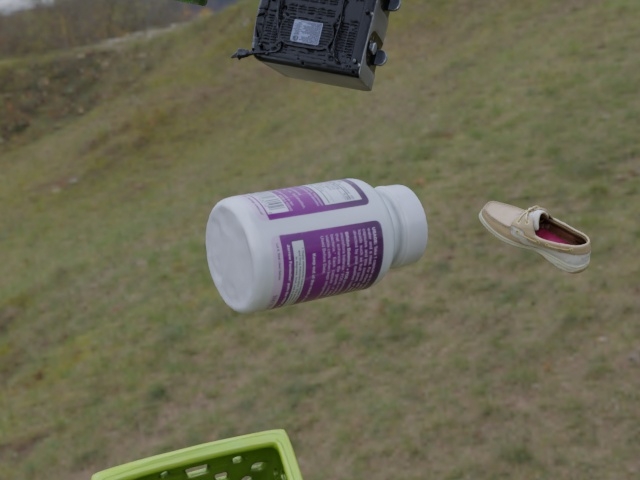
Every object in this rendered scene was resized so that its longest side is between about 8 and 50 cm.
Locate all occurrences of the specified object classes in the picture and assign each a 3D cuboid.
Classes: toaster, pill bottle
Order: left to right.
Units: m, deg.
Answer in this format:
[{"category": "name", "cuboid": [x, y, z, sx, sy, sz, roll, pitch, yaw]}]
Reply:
[{"category": "pill bottle", "cuboid": [0.000, 0.000, 1.646, 0.301, 0.169, 0.169, -10, 12, -30]}, {"category": "toaster", "cuboid": [0.003, -0.293, 1.484, 0.186, 0.168, 0.110, 12, -4, 19]}]

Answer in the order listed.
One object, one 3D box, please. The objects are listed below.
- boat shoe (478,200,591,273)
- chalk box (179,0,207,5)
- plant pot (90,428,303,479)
[{"category": "boat shoe", "cuboid": [0.302, -0.019, 1.572, 0.170, 0.059, 0.063, 27, 51, 20]}, {"category": "chalk box", "cuboid": [-0.136, -0.307, 0.908, 0.132, 0.132, 0.213, 12, -20, -4]}, {"category": "plant pot", "cuboid": [-0.122, 0.367, 1.260, 0.227, 0.228, 0.207, -11, -27, -12]}]
